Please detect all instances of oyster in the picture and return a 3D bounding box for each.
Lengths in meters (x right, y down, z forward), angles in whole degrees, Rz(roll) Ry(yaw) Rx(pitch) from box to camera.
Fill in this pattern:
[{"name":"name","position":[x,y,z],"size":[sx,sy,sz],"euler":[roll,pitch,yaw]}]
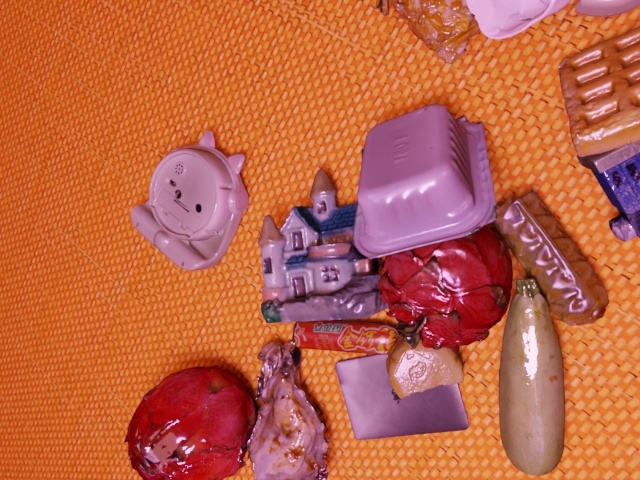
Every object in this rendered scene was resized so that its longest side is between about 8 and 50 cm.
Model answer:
[{"name":"oyster","position":[-0.092,0.403,1.113],"size":[0.198,0.133,0.337],"euler":[-11,82,-5]}]

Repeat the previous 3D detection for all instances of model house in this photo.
[{"name":"model house","position":[0.000,0.000,1.032],"size":[0.267,0.194,0.324],"euler":[-8,86,26]}]

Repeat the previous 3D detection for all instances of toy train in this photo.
[{"name":"toy train","position":[0.589,-0.129,0.763],"size":[0.300,0.131,0.202],"euler":[-32,93,20]}]

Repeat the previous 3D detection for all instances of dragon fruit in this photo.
[{"name":"dragon fruit","position":[-0.304,0.453,1.154],"size":[0.296,0.302,0.295],"euler":[14,120,25]},{"name":"dragon fruit","position":[0.229,0.055,0.894],"size":[0.244,0.244,0.298],"euler":[-6,78,25]}]

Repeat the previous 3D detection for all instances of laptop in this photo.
[{"name":"laptop","position":[0.172,0.337,1.058],"size":[0.269,0.015,0.187],"euler":[-17,86,25]}]

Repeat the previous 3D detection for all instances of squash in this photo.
[{"name":"squash","position":[0.390,0.250,0.893],"size":[0.118,0.118,0.370],"euler":[-2,94,25]}]

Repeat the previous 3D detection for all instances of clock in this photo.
[{"name":"clock","position":[-0.320,-0.111,1.216],"size":[0.265,0.109,0.324],"euler":[36,106,20]}]

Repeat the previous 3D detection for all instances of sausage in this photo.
[{"name":"sausage","position":[0.068,0.212,1.072],"size":[0.264,0.083,0.083],"euler":[-1,92,24]}]

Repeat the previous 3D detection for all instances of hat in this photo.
[{"name":"hat","position":[0.365,-0.453,0.825],"size":[0.203,0.126,0.203],"euler":[26,123,50]}]

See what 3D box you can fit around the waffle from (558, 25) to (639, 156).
[{"name":"waffle","position":[0.507,-0.254,0.760],"size":[0.221,0.248,0.055],"euler":[-19,129,36]}]

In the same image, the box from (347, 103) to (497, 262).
[{"name":"box","position":[0.164,-0.135,0.880],"size":[0.264,0.336,0.106],"euler":[-16,128,25]}]

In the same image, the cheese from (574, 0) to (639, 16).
[{"name":"cheese","position":[0.545,-0.466,0.811],"size":[0.249,0.071,0.163],"euler":[10,98,25]}]

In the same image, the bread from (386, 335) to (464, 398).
[{"name":"bread","position":[0.208,0.245,0.973],"size":[0.156,0.086,0.125],"euler":[-14,92,9]}]

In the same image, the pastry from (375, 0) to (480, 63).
[{"name":"pastry","position":[0.209,-0.472,0.951],"size":[0.154,0.102,0.250],"euler":[-46,76,17]}]

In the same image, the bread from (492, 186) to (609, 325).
[{"name":"bread","position":[0.422,0.034,0.886],"size":[0.269,0.098,0.087],"euler":[59,152,11]}]
